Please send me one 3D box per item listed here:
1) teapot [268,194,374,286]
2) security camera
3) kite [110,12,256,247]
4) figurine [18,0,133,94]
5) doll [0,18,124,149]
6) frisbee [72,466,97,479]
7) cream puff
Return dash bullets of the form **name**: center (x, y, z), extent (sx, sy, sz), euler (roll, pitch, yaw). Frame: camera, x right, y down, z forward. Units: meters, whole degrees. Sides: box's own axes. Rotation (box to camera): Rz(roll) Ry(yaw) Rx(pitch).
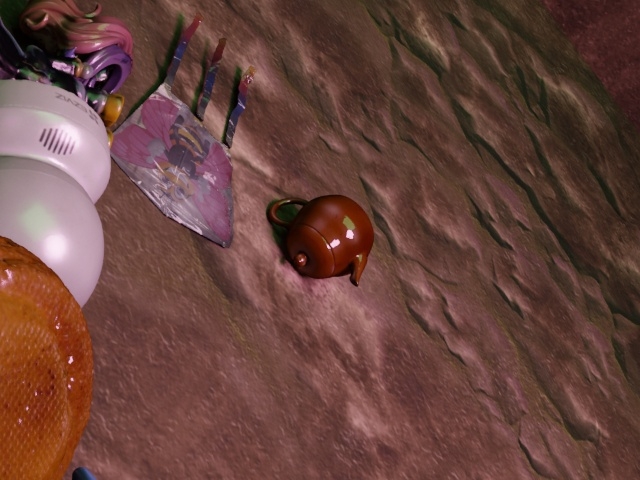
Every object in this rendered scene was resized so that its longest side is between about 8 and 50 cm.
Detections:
- **teapot**: center (0.000, 0.000, 1.940), extent (0.173, 0.116, 0.116), euler (37, 25, 23)
- **security camera**: center (-0.302, -0.016, 1.468), extent (0.194, 0.194, 0.236), euler (26, 44, -38)
- **kite**: center (-0.160, -0.149, 1.933), extent (0.204, 0.022, 0.360), euler (41, 38, -21)
- **figurine**: center (-0.285, -0.236, 1.758), extent (0.157, 0.114, 0.126), euler (62, 23, 13)
- **doll**: center (-0.359, -0.188, 1.612), extent (0.316, 0.103, 0.145), euler (25, 86, -27)
- **frisbee**: center (-0.175, 0.318, 1.341), extent (0.045, 0.242, 0.242), euler (-26, 80, -16)
- **cream puff**: center (-0.334, 0.128, 1.254), extent (0.303, 0.212, 0.303), euler (-11, 102, -59)
